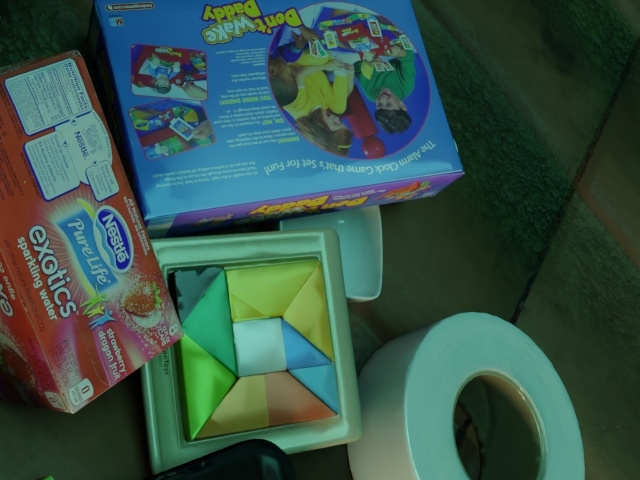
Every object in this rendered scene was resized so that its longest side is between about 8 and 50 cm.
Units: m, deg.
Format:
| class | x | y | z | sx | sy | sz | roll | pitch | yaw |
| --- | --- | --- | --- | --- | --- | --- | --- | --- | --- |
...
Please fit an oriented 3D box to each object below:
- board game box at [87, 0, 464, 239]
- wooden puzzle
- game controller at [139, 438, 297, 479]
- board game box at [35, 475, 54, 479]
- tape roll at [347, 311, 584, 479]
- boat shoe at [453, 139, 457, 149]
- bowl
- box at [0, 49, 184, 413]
| class | x | y | z | sx | sy | sz | roll | pitch | yaw |
| --- | --- | --- | --- | --- | --- | --- | --- | --- | --- |
| board game box | -0.045 | -0.142 | 0.926 | 0.347 | 0.078 | 0.233 | -9 | 76 | -23 |
| wooden puzzle | -0.062 | 0.101 | 0.857 | 0.238 | 0.044 | 0.221 | -4 | 83 | -32 |
| game controller | -0.127 | 0.277 | 0.723 | 0.319 | 0.067 | 0.167 | -10 | 83 | -48 |
| board game box | -0.277 | 0.296 | 0.640 | 0.259 | 0.039 | 0.124 | -31 | 94 | -46 |
| tape roll | 0.168 | 0.229 | 0.993 | 0.286 | 0.100 | 0.286 | 17 | 60 | -34 |
| boat shoe | 0.042 | -0.177 | 1.072 | 0.108 | 0.102 | 0.301 | -42 | 90 | -24 |
| bowl | 0.000 | 0.000 | 0.988 | 0.142 | 0.053 | 0.142 | 18 | 60 | -34 |
| box | -0.228 | -0.006 | 0.706 | 0.128 | 0.122 | 0.257 | -35 | 115 | -43 |
